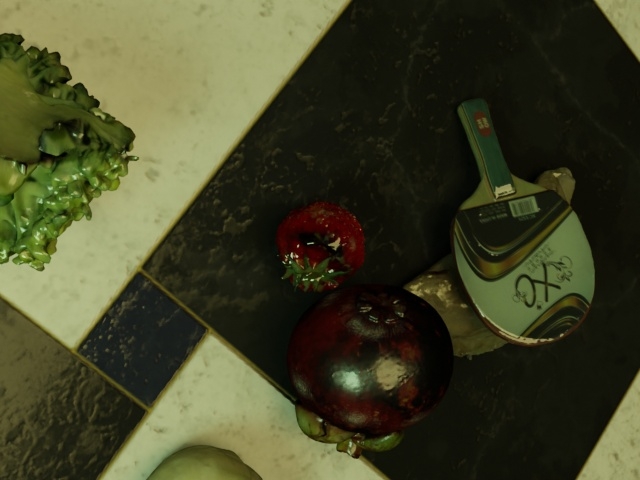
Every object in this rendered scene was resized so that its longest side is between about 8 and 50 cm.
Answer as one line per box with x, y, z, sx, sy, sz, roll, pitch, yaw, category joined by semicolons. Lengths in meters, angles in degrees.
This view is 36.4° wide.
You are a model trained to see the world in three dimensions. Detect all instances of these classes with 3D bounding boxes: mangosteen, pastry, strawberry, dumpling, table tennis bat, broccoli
0.050;0.143;1.038;0.199;0.200;0.200;-2;93;-30;mangosteen
-0.118;0.288;0.983;0.156;0.092;0.156;-1;92;-22;pastry
0.001;0.000;1.039;0.106;0.106;0.106;-2;93;-30;strawberry
0.227;0.057;1.175;0.332;0.086;0.166;-37;107;-19;dumpling
0.224;-0.025;1.142;0.173;0.022;0.301;-12;79;-17;table tennis bat
-0.290;-0.057;0.798;0.242;0.273;0.180;19;116;-28;broccoli
